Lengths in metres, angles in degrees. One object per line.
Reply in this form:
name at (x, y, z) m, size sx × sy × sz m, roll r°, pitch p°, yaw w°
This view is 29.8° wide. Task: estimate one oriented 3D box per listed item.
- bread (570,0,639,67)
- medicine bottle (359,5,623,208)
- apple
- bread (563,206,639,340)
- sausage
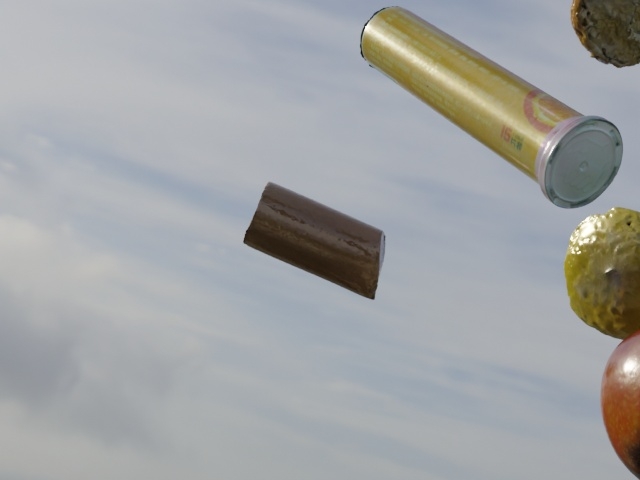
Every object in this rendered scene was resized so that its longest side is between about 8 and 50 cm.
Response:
bread at (0.622, -0.467, 2.349) m, size 0.274 × 0.149 × 0.274 m, roll 4°, pitch -47°, yaw 4°
medicine bottle at (0.188, -0.180, 1.468) m, size 0.108 × 0.108 × 0.426 m, roll 23°, pitch 14°, yaw -39°
apple at (0.462, 0.211, 1.481) m, size 0.230 × 0.230 × 0.230 m, roll 11°, pitch -13°, yaw 3°
bread at (0.458, 0.050, 1.715) m, size 0.170 × 0.197 × 0.197 m, roll 0°, pitch -2°, yaw -42°
sausage at (0.000, 0.000, 2.081) m, size 0.252 × 0.123 × 0.123 m, roll 23°, pitch -12°, yaw 6°
